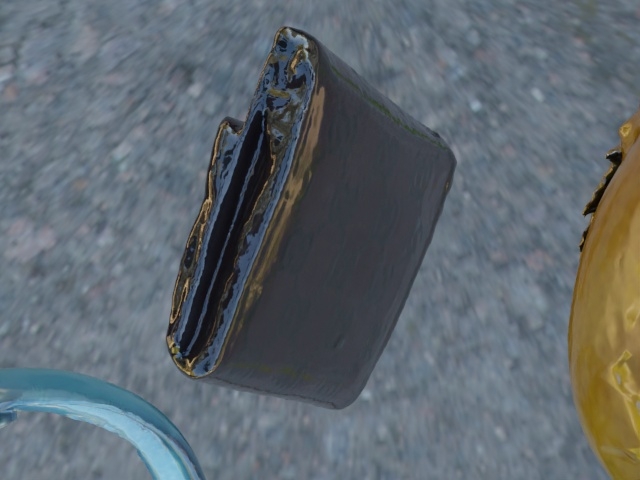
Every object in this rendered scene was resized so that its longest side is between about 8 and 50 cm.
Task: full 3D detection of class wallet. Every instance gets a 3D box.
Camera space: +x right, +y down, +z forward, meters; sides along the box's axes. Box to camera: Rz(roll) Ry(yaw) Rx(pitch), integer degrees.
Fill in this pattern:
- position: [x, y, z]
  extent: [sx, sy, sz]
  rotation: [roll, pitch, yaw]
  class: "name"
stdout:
- position: [0.000, 0.000, 1.065]
  extent: [0.049, 0.229, 0.182]
  rotation: [18, 87, 25]
  class: "wallet"

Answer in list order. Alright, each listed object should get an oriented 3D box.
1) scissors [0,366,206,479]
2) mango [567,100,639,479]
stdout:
- position: [-0.063, 0.181, 0.790]
  extent: [0.180, 0.032, 0.393]
  rotation: [-40, 131, 7]
  class: "scissors"
- position: [0.159, -0.002, 0.474]
  extent: [0.236, 0.136, 0.166]
  rotation: [-32, 69, 34]
  class: "mango"
